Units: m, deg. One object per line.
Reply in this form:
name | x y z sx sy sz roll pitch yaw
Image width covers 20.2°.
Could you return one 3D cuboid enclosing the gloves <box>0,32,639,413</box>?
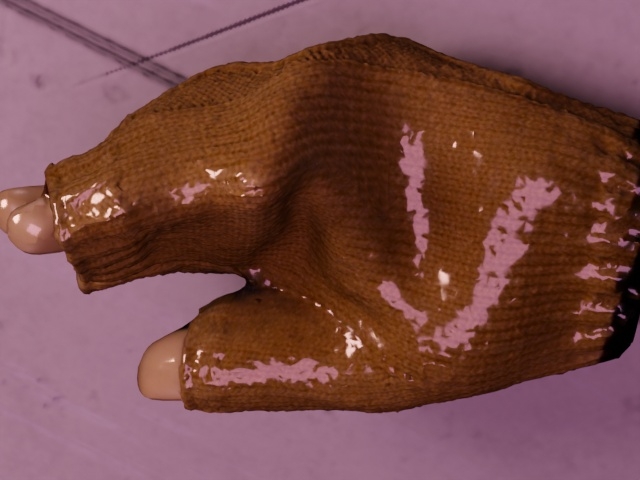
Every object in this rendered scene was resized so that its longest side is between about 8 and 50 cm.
gloves | 0.007 -0.008 0.945 0.356 0.155 0.203 1 124 -6
